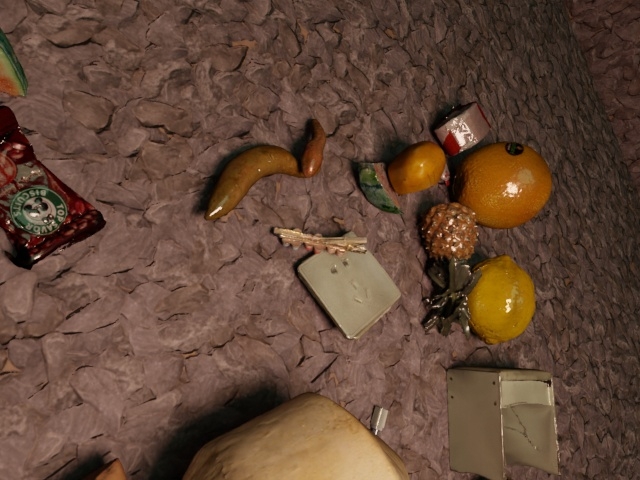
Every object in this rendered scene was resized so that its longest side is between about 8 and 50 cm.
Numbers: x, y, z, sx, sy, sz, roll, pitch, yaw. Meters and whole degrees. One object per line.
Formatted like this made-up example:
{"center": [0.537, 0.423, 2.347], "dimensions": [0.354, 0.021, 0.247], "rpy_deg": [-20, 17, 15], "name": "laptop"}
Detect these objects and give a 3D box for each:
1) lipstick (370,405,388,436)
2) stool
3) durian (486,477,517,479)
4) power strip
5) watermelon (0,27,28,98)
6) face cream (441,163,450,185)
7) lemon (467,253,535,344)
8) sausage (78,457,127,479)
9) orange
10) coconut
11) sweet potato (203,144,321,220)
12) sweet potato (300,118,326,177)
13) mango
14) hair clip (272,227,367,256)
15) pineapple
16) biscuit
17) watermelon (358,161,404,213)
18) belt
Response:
{"center": [0.128, 0.441, 1.001], "dimensions": [0.025, 0.025, 0.107], "rpy_deg": [28, 70, -27], "name": "lipstick"}
{"center": [0.486, 0.478, 1.156], "dimensions": [0.244, 0.170, 0.269], "rpy_deg": [11, 73, -32], "name": "stool"}
{"center": [0.434, 0.685, 1.076], "dimensions": [0.237, 0.193, 0.137], "rpy_deg": [-11, 65, -52], "name": "durian"}
{"center": [0.063, 0.104, 1.012], "dimensions": [0.198, 0.064, 0.213], "rpy_deg": [-33, 84, -35], "name": "power strip"}
{"center": [-0.547, -0.330, 0.635], "dimensions": [0.231, 0.146, 0.128], "rpy_deg": [19, 68, -28], "name": "watermelon"}
{"center": [0.383, -0.210, 1.340], "dimensions": [0.040, 0.021, 0.083], "rpy_deg": [-17, 89, -36], "name": "face cream"}
{"center": [0.493, 0.166, 1.215], "dimensions": [0.204, 0.204, 0.259], "rpy_deg": [8, 91, -34], "name": "lemon"}
{"center": [-0.310, 0.464, 0.627], "dimensions": [0.123, 0.123, 0.252], "rpy_deg": [-20, 89, -37], "name": "sausage"}
{"center": [0.533, -0.162, 1.288], "dimensions": [0.274, 0.274, 0.274], "rpy_deg": [9, 74, -33], "name": "orange"}
{"center": [-0.020, 0.446, 0.676], "dimensions": [0.416, 0.416, 0.344], "rpy_deg": [-12, 107, -37], "name": "coconut"}
{"center": [-0.131, -0.148, 0.934], "dimensions": [0.346, 0.079, 0.108], "rpy_deg": [-30, 110, -41], "name": "sweet potato"}
{"center": [-0.014, -0.227, 1.008], "dimensions": [0.050, 0.050, 0.214], "rpy_deg": [31, 44, -25], "name": "sweet potato"}
{"center": [0.253, -0.189, 1.135], "dimensions": [0.126, 0.154, 0.252], "rpy_deg": [62, 12, 2], "name": "mango"}
{"center": [-0.001, 0.005, 0.967], "dimensions": [0.214, 0.056, 0.062], "rpy_deg": [5, 41, -2], "name": "hair clip"}
{"center": [0.355, 0.083, 1.164], "dimensions": [0.166, 0.166, 0.364], "rpy_deg": [10, 73, -33], "name": "pineapple"}
{"center": [-0.473, -0.075, 0.677], "dimensions": [0.235, 0.063, 0.151], "rpy_deg": [53, 56, -16], "name": "biscuit"}
{"center": [0.154, -0.149, 1.142], "dimensions": [0.187, 0.071, 0.139], "rpy_deg": [51, 35, -32], "name": "watermelon"}
{"center": [0.435, -0.356, 1.346], "dimensions": [0.201, 0.128, 0.124], "rpy_deg": [-43, 104, -38], "name": "belt"}
